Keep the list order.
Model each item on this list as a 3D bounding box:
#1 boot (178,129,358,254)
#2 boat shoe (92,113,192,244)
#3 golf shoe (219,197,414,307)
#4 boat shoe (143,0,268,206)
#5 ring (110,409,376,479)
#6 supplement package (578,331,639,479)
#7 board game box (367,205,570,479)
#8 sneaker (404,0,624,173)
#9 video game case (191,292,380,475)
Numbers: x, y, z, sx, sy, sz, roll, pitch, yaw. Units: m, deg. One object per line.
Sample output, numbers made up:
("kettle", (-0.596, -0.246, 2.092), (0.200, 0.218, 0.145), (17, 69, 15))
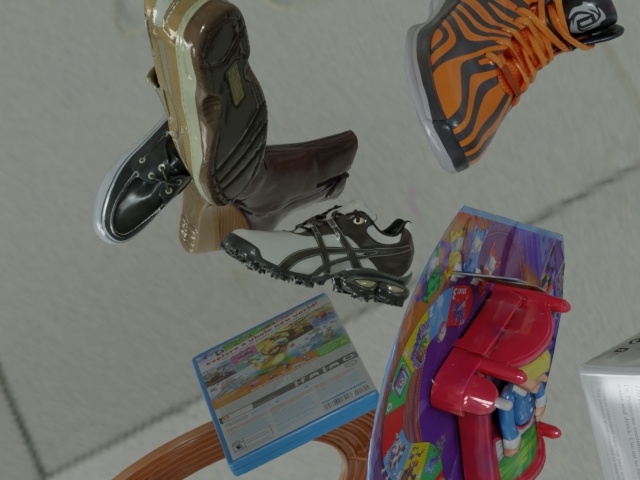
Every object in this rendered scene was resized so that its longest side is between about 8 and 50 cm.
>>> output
("boot", (-0.050, -0.091, 2.042), (0.207, 0.248, 0.090), (-24, 65, -27))
("boat shoe", (-0.112, -0.056, 1.353), (0.142, 0.049, 0.040), (-54, 31, -14))
("golf shoe", (0.000, 0.000, 1.734), (0.077, 0.198, 0.094), (20, 96, 59))
("boat shoe", (-0.082, -0.102, 1.253), (0.072, 0.190, 0.068), (29, 57, 24))
("ring", (-0.075, 0.247, 1.641), (0.337, 0.336, 0.032), (-32, 58, 4))
("supplement package", (0.344, 0.134, 1.186), (0.293, 0.175, 0.177), (-1, 107, 50))
("board game box", (0.071, 0.060, 0.709), (0.033, 0.169, 0.133), (15, 91, 27))
("sneaker", (0.188, -0.190, 1.774), (0.180, 0.124, 0.321), (-15, 33, 21))
("video game case", (-0.028, 0.105, 1.397), (0.119, 0.015, 0.166), (-27, 28, -1))
